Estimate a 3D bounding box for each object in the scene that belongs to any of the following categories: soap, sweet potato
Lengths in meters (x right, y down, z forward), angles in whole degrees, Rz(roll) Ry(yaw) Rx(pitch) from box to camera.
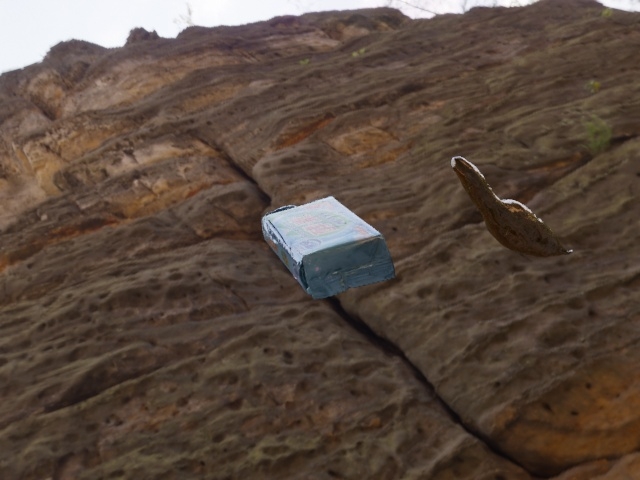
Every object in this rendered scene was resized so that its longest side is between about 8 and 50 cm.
[{"bbox_3d":[0.000,0.000,0.967,0.156,0.293,0.077,-17,-65,-16],"label":"soap"},{"bbox_3d":[0.303,-0.036,0.907,0.269,0.075,0.075,37,-84,-15],"label":"sweet potato"}]
